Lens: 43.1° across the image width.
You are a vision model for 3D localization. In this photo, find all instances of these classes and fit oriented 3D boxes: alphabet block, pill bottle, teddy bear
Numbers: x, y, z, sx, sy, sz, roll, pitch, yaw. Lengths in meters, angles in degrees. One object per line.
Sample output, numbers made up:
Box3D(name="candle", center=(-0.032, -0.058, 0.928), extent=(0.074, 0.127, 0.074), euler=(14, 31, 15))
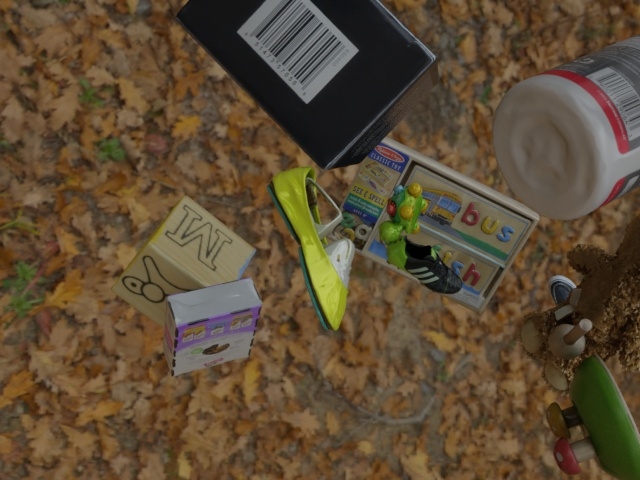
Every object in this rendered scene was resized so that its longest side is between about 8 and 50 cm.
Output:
Box3D(name="alphabet block", center=(-0.288, 0.061, 1.716), extent=(0.197, 0.192, 0.193), euler=(39, 36, -11))
Box3D(name="pill bottle", center=(0.385, -0.159, 1.015), extent=(0.318, 0.176, 0.176), euler=(-24, 100, -27))
Box3D(name="teddy bear", center=(0.479, 0.113, 1.354), extent=(0.113, 0.245, 0.338), euler=(31, 95, -30))

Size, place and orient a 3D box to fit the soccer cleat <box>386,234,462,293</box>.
Box3D(name="soccer cleat", center=(0.208, 0.049, 1.547), extent=(0.178, 0.072, 0.060), euler=(28, 49, -20))

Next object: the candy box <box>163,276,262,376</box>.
Box3D(name="candy box", center=(-0.209, 0.167, 1.542), extent=(0.164, 0.196, 0.070), euler=(-12, 57, -22))

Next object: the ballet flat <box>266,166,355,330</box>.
Box3D(name="ballet flat", center=(0.000, 0.000, 1.036), extent=(0.077, 0.077, 0.231), euler=(54, 12, -63))

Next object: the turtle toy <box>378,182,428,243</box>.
Box3D(name="turtle toy", center=(0.156, -0.052, 1.559), extent=(0.130, 0.066, 0.095), euler=(-67, 155, -17))

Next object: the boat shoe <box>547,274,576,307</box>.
Box3D(name="boat shoe", center=(0.624, 0.175, 2.022), extent=(0.183, 0.065, 0.083), euler=(55, 28, -23))

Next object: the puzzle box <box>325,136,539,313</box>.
Box3D(name="puzzle box", center=(0.249, -0.036, 1.835), extent=(0.408, 0.272, 0.052), euler=(26, 23, 0))

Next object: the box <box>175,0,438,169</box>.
Box3D(name="box", center=(0.007, -0.284, 1.230), extent=(0.293, 0.212, 0.395), euler=(45, 11, 1))

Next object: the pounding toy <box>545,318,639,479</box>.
Box3D(name="pounding toy", center=(0.358, 0.238, 1.129), extent=(0.183, 0.110, 0.237), euler=(35, 34, -76))
